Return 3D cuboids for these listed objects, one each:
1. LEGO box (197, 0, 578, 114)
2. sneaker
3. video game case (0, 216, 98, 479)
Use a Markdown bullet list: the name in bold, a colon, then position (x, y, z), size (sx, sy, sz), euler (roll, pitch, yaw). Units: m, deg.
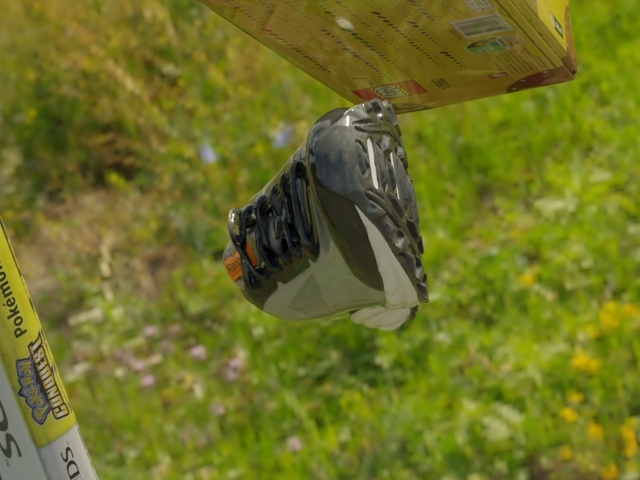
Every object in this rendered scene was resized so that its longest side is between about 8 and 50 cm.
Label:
- **LEGO box**: position (0.034, -0.328, 1.399), size (0.193, 0.372, 0.500), euler (-10, -11, 16)
- **sneaker**: position (0.000, 0.000, 1.014), size (0.108, 0.100, 0.271), euler (-7, -14, -3)
- **video game case**: position (-0.250, 0.059, 1.059), size (0.275, 0.248, 0.035), euler (1, 26, 43)
